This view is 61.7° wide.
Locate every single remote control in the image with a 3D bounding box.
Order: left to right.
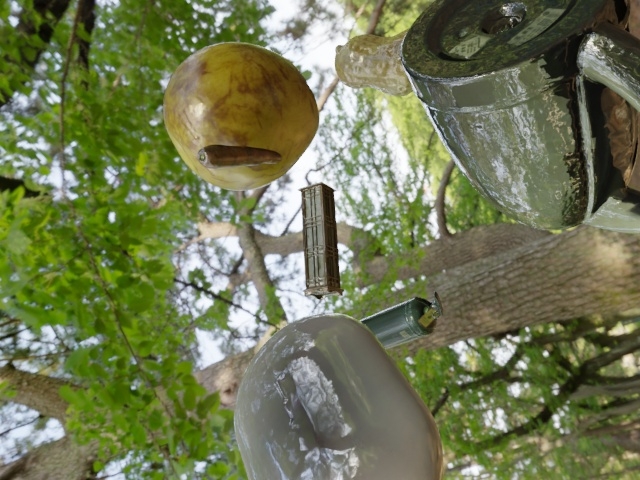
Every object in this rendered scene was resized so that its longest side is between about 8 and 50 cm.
[{"bbox_3d":[0.005,0.215,0.619,0.103,0.221,0.332,49,-178,-39],"label":"remote control"}]

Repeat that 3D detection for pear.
[{"bbox_3d":[-0.144,-0.226,0.979,0.280,0.281,0.280,49,-154,-34],"label":"pear"}]

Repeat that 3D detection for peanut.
[{"bbox_3d":[0.160,-0.431,1.318,0.143,0.291,0.159,-31,-61,-43],"label":"peanut"}]

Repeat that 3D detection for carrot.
[{"bbox_3d":[-0.115,-0.127,0.809,0.165,0.036,0.035,-10,-106,-48],"label":"carrot"}]

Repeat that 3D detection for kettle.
[{"bbox_3d":[0.288,-0.130,0.628,0.321,0.228,0.324,35,168,50],"label":"kettle"}]

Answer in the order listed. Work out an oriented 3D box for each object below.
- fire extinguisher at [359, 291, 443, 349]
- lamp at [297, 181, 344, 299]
[{"bbox_3d":[0.186,0.207,1.326,0.114,0.311,0.095,44,-138,-21],"label":"fire extinguisher"},{"bbox_3d":[0.000,0.000,1.529,0.090,0.089,0.325,21,-120,-55],"label":"lamp"}]
